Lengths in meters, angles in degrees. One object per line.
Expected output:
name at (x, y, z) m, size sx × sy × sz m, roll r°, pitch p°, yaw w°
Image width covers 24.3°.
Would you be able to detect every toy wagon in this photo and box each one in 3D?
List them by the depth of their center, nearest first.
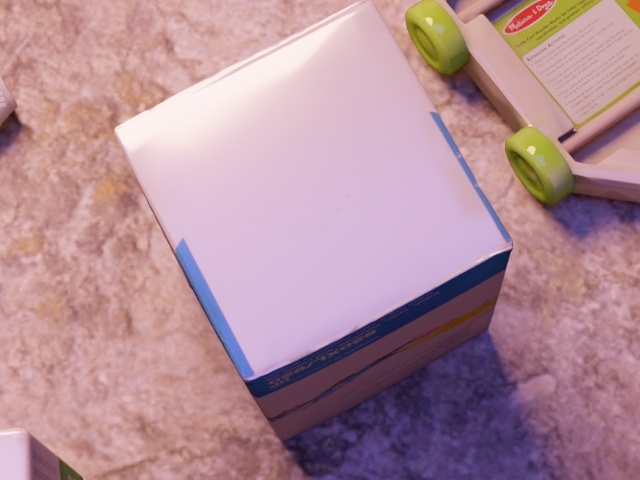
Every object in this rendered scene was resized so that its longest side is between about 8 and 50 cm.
toy wagon at (0.192, -0.194, 1.059) m, size 0.267 × 0.068 × 0.344 m, roll -34°, pitch 75°, yaw -9°

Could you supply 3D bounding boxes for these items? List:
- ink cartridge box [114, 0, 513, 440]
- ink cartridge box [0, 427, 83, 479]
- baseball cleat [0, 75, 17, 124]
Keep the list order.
ink cartridge box at (0.000, 0.000, 0.920) m, size 0.168 × 0.233 × 0.171 m, roll -28°, pitch 75°, yaw -4°
ink cartridge box at (-0.205, 0.261, 0.864) m, size 0.114 × 0.198 × 0.273 m, roll -3°, pitch 73°, yaw -1°
baseball cleat at (-0.263, -0.063, 1.032) m, size 0.109 × 0.072 × 0.206 m, roll -7°, pitch 77°, yaw -7°
